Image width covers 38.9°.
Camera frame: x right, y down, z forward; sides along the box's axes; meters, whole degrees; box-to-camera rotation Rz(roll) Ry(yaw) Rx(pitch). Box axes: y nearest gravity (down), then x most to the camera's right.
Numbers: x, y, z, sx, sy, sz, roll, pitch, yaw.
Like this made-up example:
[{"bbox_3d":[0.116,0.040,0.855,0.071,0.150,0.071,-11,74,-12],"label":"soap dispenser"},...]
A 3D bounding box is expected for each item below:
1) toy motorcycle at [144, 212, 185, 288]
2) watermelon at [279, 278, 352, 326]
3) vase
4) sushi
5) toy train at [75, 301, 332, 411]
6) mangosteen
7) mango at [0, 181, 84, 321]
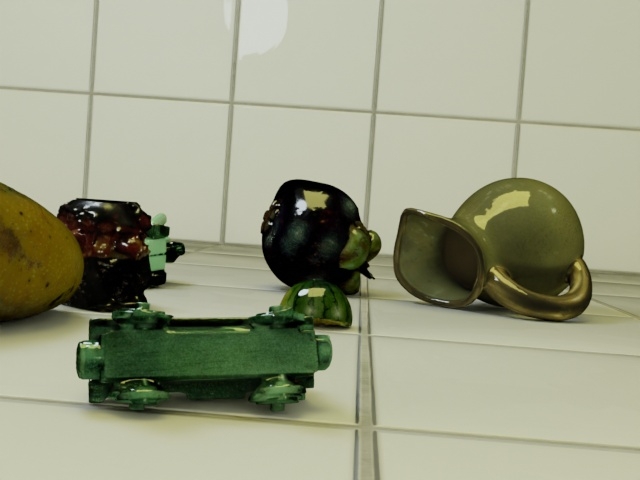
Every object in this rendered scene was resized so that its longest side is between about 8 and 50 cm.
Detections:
[{"bbox_3d":[-0.372,0.021,1.579,0.196,0.125,0.331,6,7,18],"label":"toy motorcycle"},{"bbox_3d":[-0.005,0.085,1.245,0.105,0.062,0.105,8,-1,0],"label":"watermelon"},{"bbox_3d":[0.333,0.036,1.605,0.302,0.241,0.329,-11,36,-31],"label":"vase"},{"bbox_3d":[-0.315,0.017,1.296,0.153,0.150,0.172,3,3,-26],"label":"sushi"},{"bbox_3d":[-0.096,0.095,0.737,0.200,0.083,0.132,3,-9,-15],"label":"toy train"},{"bbox_3d":[0.000,0.000,1.723,0.243,0.243,0.243,4,2,0],"label":"mangosteen"},{"bbox_3d":[-0.383,0.025,1.056,0.176,0.175,0.329,30,-5,26],"label":"mango"}]
